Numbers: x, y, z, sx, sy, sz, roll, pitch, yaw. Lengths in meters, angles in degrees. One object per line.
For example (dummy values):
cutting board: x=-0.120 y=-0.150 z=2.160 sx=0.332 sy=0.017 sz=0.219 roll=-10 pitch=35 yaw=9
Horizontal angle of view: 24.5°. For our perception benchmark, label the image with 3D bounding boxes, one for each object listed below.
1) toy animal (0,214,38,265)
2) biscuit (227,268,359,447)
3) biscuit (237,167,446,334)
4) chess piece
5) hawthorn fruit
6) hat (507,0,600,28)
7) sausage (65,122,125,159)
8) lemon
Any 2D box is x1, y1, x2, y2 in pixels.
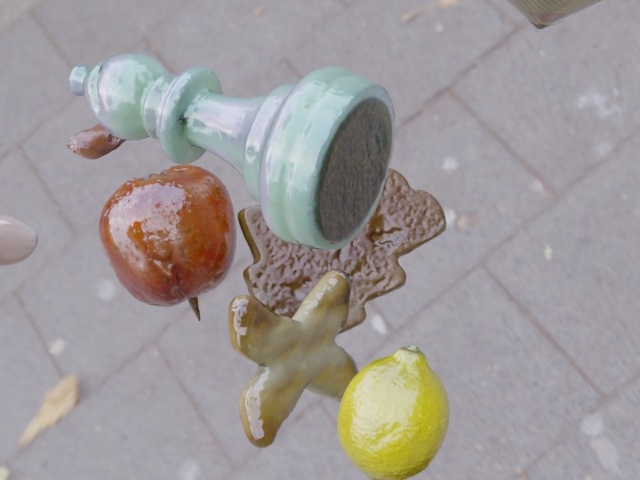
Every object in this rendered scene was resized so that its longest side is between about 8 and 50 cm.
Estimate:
toy animal: x=-0.438 y=0.098 z=1.591 sx=0.213 sy=0.195 sz=0.256 roll=1 pitch=94 yaw=32
biscuit: x=-0.026 y=0.126 z=1.622 sx=0.047 sy=0.208 sz=0.164 roll=-5 pitch=95 yaw=35
biscuit: x=0.000 y=0.000 z=1.833 sx=0.301 sy=0.278 sz=0.043 roll=-65 pitch=10 yaw=-14
chess piece: x=-0.087 y=-0.093 z=1.152 sx=0.272 sy=0.139 sz=0.139 roll=19 pitch=71 yaw=24
hawthorn fruit: x=-0.185 y=0.010 z=1.847 sx=0.179 sy=0.179 sz=0.200 roll=-11 pitch=97 yaw=23
hat: x=0.247 y=-0.271 z=1.615 sx=0.193 sy=0.082 sz=0.193 roll=3 pitch=31 yaw=-2
sausage: x=-0.220 y=-0.126 z=1.605 sx=0.042 sy=0.036 sz=0.158 roll=10 pitch=30 yaw=23
lemon: x=0.041 y=0.097 z=0.821 sx=0.062 sy=0.062 sz=0.083 roll=25 pitch=103 yaw=38
